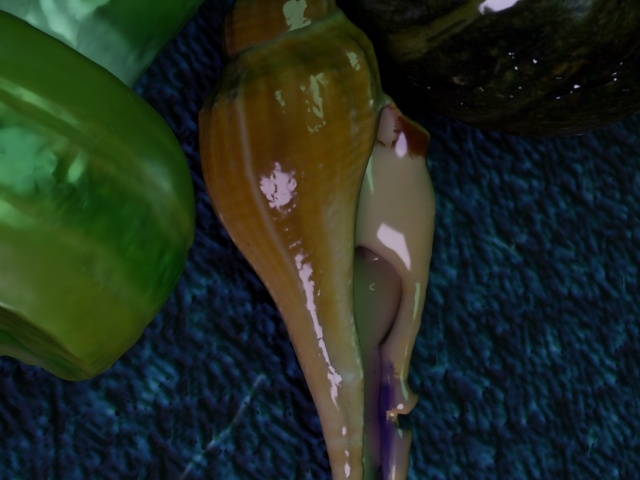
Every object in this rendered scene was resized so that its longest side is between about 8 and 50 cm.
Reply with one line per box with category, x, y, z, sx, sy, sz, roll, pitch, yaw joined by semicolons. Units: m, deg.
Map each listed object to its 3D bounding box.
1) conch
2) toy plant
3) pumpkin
conch;-0.004;-0.001;0.739;0.109;0.093;0.330;-24;115;-47
toy plant;-0.099;-0.114;0.623;0.184;0.224;0.316;24;71;-1
pumpkin;0.123;-0.211;0.774;0.320;0.192;0.320;6;78;-32
